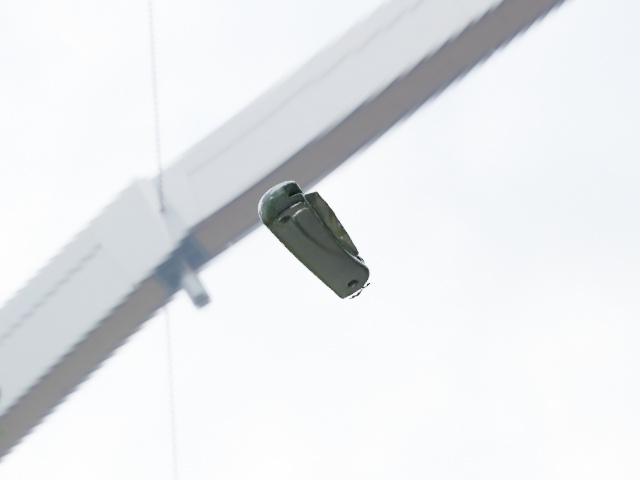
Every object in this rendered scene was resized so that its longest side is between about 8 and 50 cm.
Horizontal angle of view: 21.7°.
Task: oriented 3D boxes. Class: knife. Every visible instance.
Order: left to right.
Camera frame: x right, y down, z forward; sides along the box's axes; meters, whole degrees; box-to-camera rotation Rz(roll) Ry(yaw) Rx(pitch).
[{"bbox_3d":[0.000,0.000,1.195,0.044,0.023,0.162,-38,-31,3],"label":"knife"}]
